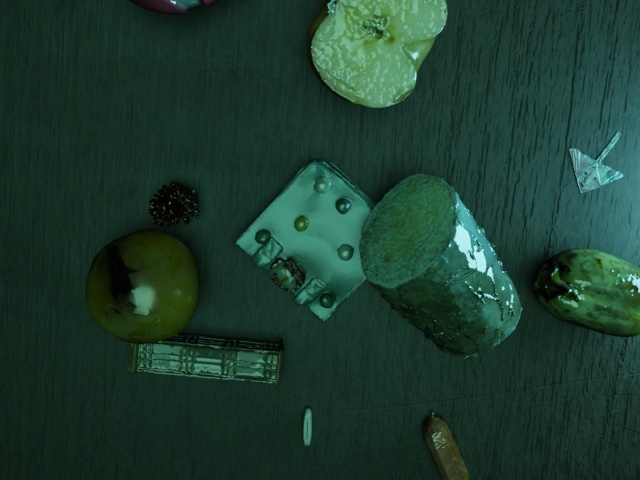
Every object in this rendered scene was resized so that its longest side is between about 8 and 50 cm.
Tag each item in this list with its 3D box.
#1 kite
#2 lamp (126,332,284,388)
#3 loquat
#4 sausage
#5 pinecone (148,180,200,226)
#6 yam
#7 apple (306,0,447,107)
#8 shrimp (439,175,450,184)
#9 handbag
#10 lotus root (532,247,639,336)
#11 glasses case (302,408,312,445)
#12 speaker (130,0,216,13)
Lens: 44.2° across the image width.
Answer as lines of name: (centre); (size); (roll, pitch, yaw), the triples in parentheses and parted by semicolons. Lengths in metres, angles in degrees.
kite: (0.600, -0.172, 1.710); (0.137, 0.005, 0.152); (25, 96, -6)
lamp: (-0.243, 0.249, 1.694); (0.326, 0.089, 0.090); (6, 99, -3)
loquat: (-0.355, 0.096, 1.596); (0.235, 0.235, 0.234); (0, 98, -2)
sausage: (0.275, 0.468, 1.762); (0.065, 0.065, 0.169); (-24, 101, 1)
pinecone: (-0.305, -0.073, 1.646); (0.109, 0.102, 0.102); (-16, 101, 34)
yam: (0.246, 0.066, 1.578); (0.241, 0.241, 0.348); (-40, 125, 4)
apple: (0.097, -0.417, 1.567); (0.251, 0.163, 0.292); (25, 97, -12)
shrimp: (0.245, -0.052, 1.675); (0.076, 0.082, 0.174); (-4, 106, -7)
handbag: (0.002, -0.001, 1.661); (0.269, 0.100, 0.274); (44, 94, -9)
lotus root: (0.607, 0.122, 1.681); (0.310, 0.173, 0.173); (20, 97, -5)
glasses case: (-0.029, 0.416, 1.755); (0.021, 0.032, 0.083); (1, 99, 0)
speaker: (-0.288, -0.573, 1.480); (0.295, 0.294, 0.294); (0, 98, -2)
